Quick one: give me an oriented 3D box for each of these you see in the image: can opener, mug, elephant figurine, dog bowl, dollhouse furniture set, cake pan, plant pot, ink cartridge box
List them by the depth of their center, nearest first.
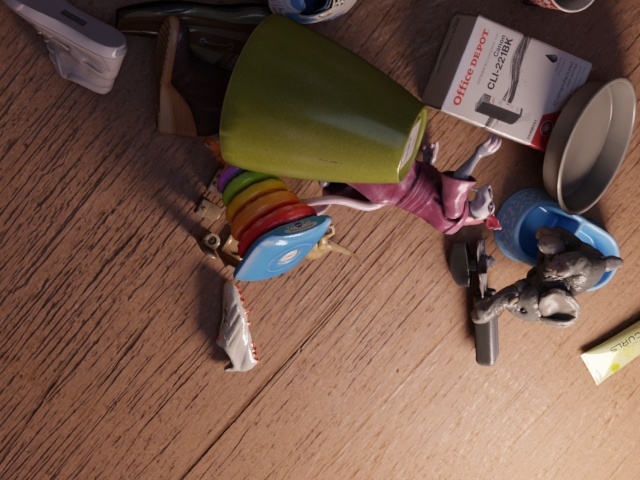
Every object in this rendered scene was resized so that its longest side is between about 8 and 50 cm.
[{"bbox_3d":[0.021,-0.207,1.583,0.293,0.275,0.275,21,99,13],"label":"plant pot"},{"bbox_3d":[-0.165,-0.033,1.779,0.144,0.123,0.151,30,95,-19],"label":"dollhouse furniture set"},{"bbox_3d":[0.434,-0.509,1.790,0.150,0.169,0.113,38,93,-19],"label":"mug"},{"bbox_3d":[0.367,-0.311,1.851,0.272,0.114,0.197,18,100,-17],"label":"ink cartridge box"},{"bbox_3d":[0.542,-0.195,1.887,0.293,0.054,0.293,-30,133,-37],"label":"cake pan"},{"bbox_3d":[0.458,0.101,1.904,0.169,0.186,0.239,-13,133,-53],"label":"elephant figurine"},{"bbox_3d":[0.336,0.130,1.989,0.093,0.074,0.280,-3,106,22],"label":"can opener"},{"bbox_3d":[0.512,0.006,1.991,0.297,0.074,0.166,28,96,-19],"label":"dog bowl"}]

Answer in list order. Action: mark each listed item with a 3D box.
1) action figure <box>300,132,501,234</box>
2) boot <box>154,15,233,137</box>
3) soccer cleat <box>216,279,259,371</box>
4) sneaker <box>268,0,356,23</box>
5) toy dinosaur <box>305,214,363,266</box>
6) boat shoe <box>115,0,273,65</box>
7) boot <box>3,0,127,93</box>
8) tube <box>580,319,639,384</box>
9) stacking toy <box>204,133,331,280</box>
[{"bbox_3d":[0.177,-0.099,1.764,0.370,0.248,0.276,30,80,-3],"label":"action figure"},{"bbox_3d":[-0.188,-0.293,1.667,0.206,0.090,0.248,-6,136,-18],"label":"boot"},{"bbox_3d":[-0.176,0.176,1.862,0.076,0.068,0.196,-13,110,-8],"label":"soccer cleat"},{"bbox_3d":[0.004,-0.435,1.692,0.237,0.086,0.085,-25,122,-50],"label":"sneaker"},{"bbox_3d":[0.000,0.000,1.879,0.183,0.053,0.093,6,118,-8],"label":"toy dinosaur"},{"bbox_3d":[-0.206,-0.370,1.688,0.323,0.122,0.120,-1,108,-14],"label":"boat shoe"},{"bbox_3d":[-0.467,-0.356,1.637,0.258,0.095,0.123,33,130,3],"label":"boot"},{"bbox_3d":[0.708,0.230,2.109,0.240,0.062,0.070,-32,69,0],"label":"tube"},{"bbox_3d":[-0.129,-0.093,1.734,0.175,0.166,0.302,-18,68,-36],"label":"stacking toy"}]
